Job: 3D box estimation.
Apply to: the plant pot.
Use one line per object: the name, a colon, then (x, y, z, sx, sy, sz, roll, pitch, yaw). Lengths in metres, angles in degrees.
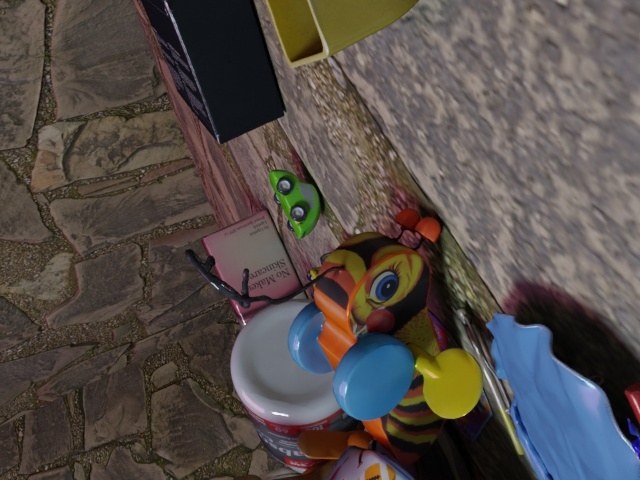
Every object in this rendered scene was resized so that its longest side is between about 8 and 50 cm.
plant pot: (0.015, -0.156, 0.354, 0.081, 0.083, 0.081, 70, 167, -17)

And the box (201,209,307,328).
box: (-0.140, 0.070, 1.300, 0.232, 0.148, 0.127, 65, 167, -4)

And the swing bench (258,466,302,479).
swing bench: (-0.005, 0.576, 1.107, 0.255, 0.165, 0.253, 65, 176, -21)

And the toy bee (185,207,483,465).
toy bee: (0.055, 0.064, 0.500, 0.195, 0.162, 0.298, 40, 170, 32)

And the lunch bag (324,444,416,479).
lunch bag: (0.115, 0.316, 0.567, 0.303, 0.115, 0.243, 38, 166, 5)

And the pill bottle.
pill bottle: (-0.023, 0.277, 1.067, 0.210, 0.210, 0.363, 57, 166, 34)

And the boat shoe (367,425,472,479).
boat shoe: (0.112, 0.323, 0.771, 0.132, 0.130, 0.355, 44, 156, 59)

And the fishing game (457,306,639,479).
fishing game: (0.165, 0.127, 0.384, 0.264, 0.041, 0.189, 146, 100, -86)

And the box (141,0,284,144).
box: (-0.158, -0.269, 0.825, 0.261, 0.103, 0.184, 49, 163, 53)

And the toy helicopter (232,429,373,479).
toy helicopter: (-0.008, 0.360, 0.883, 0.355, 0.235, 0.140, 19, -155, -49)

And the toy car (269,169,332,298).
toy car: (0.000, 0.000, 0.800, 0.225, 0.053, 0.239, 64, 167, 9)

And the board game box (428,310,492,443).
board game box: (0.117, 0.147, 0.636, 0.133, 0.033, 0.169, 58, 166, 29)
